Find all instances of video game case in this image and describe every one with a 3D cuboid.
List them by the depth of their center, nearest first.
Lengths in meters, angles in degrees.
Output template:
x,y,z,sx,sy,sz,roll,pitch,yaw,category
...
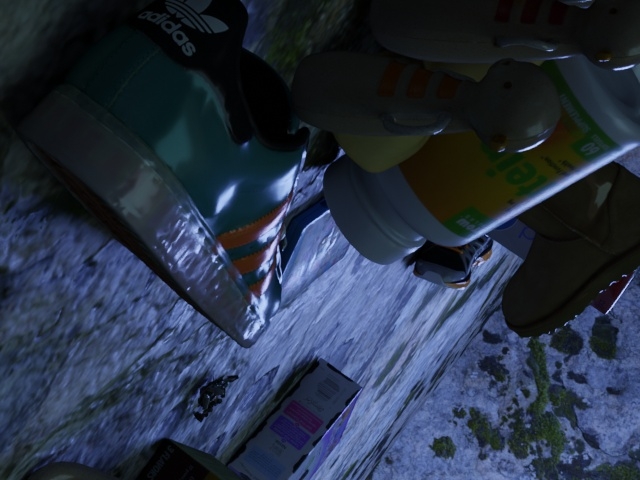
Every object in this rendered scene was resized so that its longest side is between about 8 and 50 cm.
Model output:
x,y,z,sx,sy,sz,roll,pitch,yaw,category
0.000,0.000,1.075,0.166,0.015,0.119,-37,157,-53,video game case

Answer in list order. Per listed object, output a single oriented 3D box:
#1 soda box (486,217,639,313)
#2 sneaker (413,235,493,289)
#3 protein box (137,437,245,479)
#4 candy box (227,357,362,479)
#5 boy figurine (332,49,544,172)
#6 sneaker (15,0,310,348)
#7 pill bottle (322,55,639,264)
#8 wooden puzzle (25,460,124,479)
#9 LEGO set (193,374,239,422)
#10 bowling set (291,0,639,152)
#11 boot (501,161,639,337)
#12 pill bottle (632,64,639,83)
x,y,z,sx,sy,sz,roll,pitch,yaw,category
0.257,-0.032,1.353,0.083,0.263,0.092,-36,156,-52,soda box
0.196,0.006,1.659,0.215,0.084,0.083,-40,147,-58,sneaker
-0.088,0.312,1.107,0.136,0.201,0.200,-54,167,-8,protein box
-0.042,0.270,1.454,0.196,0.070,0.165,-47,164,-35,candy box
0.110,-0.172,0.815,0.285,0.177,0.092,-44,126,14,boy figurine
-0.052,-0.030,0.624,0.121,0.108,0.302,-49,164,-9,sneaker
0.125,-0.079,0.922,0.245,0.136,0.136,-32,179,29,pill bottle
-0.127,0.338,0.913,0.322,0.348,0.080,-60,-160,19,wooden puzzle
-0.104,0.143,1.056,0.054,0.023,0.083,-40,173,-42,LEGO set
0.099,-0.174,0.581,0.287,0.154,0.200,-52,145,-51,bowling set
0.171,-0.046,1.084,0.236,0.269,0.089,-44,-160,36,boot
0.280,-0.227,1.156,0.318,0.176,0.176,-48,165,-29,pill bottle
